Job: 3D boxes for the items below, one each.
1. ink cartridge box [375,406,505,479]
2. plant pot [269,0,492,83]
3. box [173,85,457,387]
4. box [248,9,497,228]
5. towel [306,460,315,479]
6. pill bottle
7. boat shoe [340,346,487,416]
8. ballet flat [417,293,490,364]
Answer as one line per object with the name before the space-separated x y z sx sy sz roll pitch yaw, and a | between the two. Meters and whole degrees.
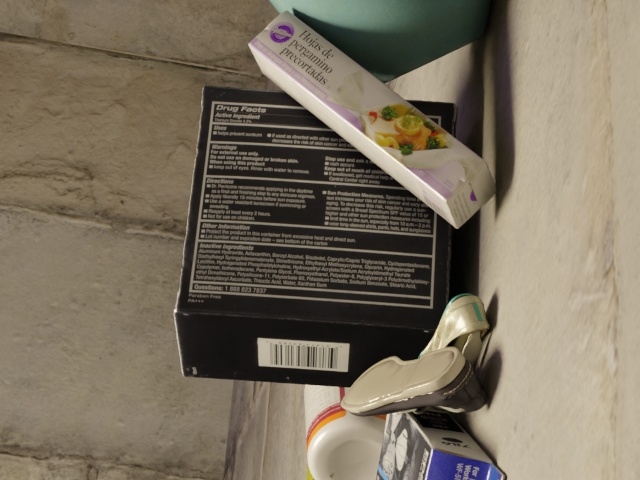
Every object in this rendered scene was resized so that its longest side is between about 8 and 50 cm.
ink cartridge box | 0.110 0.270 1.748 0.333 0.065 0.165 -144 64 -80
plant pot | 0.087 -0.295 1.966 0.195 0.290 0.290 64 174 -5
box | 0.000 0.000 1.934 0.182 0.296 0.294 92 -177 -61
box | 0.053 -0.134 1.846 0.063 0.324 0.067 -43 -32 -10
towel | 0.000 0.273 2.694 0.102 0.021 0.237 108 169 -65
pill bottle | 0.040 0.205 2.101 0.221 0.121 0.121 -94 15 -59
boat shoe | 0.094 0.161 1.760 0.206 0.065 0.075 -21 29 56
ballet flat | 0.135 0.122 1.779 0.168 0.057 0.052 106 146 -50
